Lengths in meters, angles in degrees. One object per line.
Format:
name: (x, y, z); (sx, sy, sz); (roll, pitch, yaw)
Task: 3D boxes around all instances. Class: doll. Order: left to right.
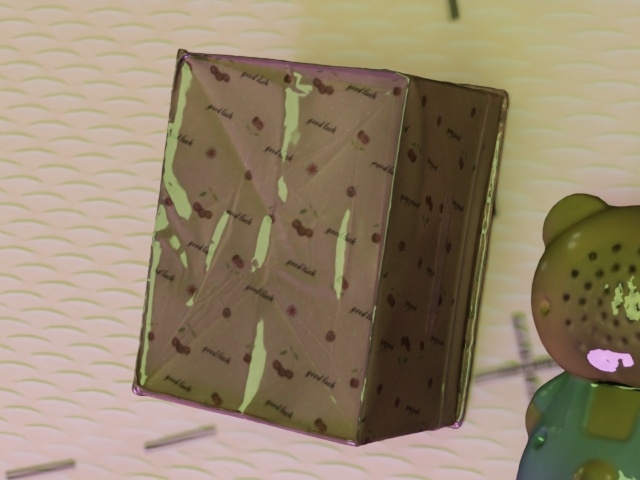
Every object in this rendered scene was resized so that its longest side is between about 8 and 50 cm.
doll: (0.240, 0.099, 1.281); (0.177, 0.161, 0.260); (11, 96, 29)

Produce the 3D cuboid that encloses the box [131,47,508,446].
box: (0.000, 0.000, 1.393); (0.225, 0.190, 0.297); (9, 92, 29)
